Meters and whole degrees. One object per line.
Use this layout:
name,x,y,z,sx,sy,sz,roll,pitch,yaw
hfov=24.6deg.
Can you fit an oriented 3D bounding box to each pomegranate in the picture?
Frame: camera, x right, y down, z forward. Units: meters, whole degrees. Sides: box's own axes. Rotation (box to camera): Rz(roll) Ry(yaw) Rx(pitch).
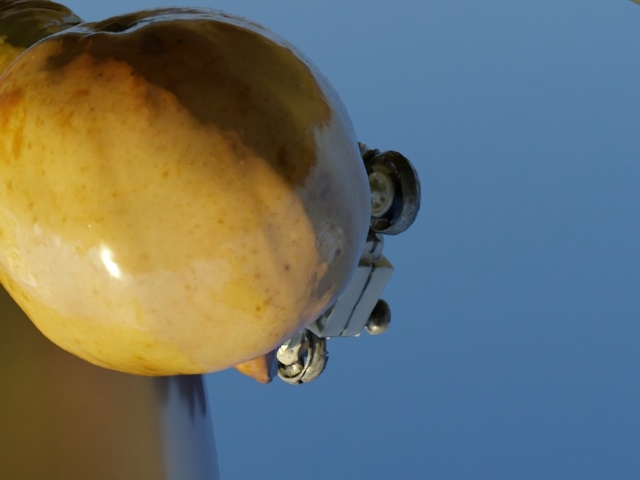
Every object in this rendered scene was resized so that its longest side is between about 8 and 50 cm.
pomegranate,-0.078,-0.024,0.764,0.207,0.207,0.207,-9,-144,7

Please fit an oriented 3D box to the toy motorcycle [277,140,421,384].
toy motorcycle,0.000,0.000,1.144,0.074,0.228,0.151,-1,-136,-37

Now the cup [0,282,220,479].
cup,-0.179,0.181,0.919,0.253,0.253,0.371,-15,-138,-2

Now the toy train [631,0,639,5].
toy train,0.137,-0.162,0.420,0.090,0.225,0.137,27,-100,12

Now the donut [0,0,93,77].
donut,-0.285,-0.038,1.308,0.360,0.360,0.170,-14,-151,0
